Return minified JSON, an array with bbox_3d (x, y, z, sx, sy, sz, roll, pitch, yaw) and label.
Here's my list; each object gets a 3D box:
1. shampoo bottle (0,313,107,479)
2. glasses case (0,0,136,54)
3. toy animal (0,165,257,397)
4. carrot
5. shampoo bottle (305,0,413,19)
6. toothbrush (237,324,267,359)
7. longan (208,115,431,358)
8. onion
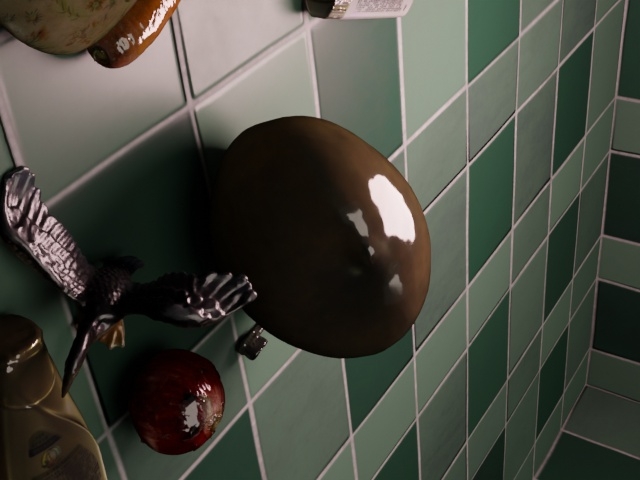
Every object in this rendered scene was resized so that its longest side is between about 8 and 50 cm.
[{"bbox_3d":[-0.293,0.240,0.975,0.125,0.084,0.350,-43,138,-44],"label":"shampoo bottle"},{"bbox_3d":[-0.138,-0.345,0.792,0.425,0.098,0.156,-50,161,6],"label":"glasses case"},{"bbox_3d":[-0.217,0.075,0.949,0.160,0.272,0.197,133,-24,-71],"label":"toy animal"},{"bbox_3d":[-0.164,-0.271,0.963,0.248,0.059,0.059,-60,148,-27],"label":"carrot"},{"bbox_3d":[0.061,-0.357,1.297,0.227,0.055,0.086,-23,123,-54],"label":"shampoo bottle"},{"bbox_3d":[-0.032,0.076,1.394,0.297,0.030,0.030,-49,169,-39],"label":"toothbrush"},{"bbox_3d":[0.000,0.000,1.171,0.288,0.288,0.350,-57,138,-27],"label":"longan"},{"bbox_3d":[-0.177,0.199,1.121,0.131,0.131,0.131,-35,133,-48],"label":"onion"}]
